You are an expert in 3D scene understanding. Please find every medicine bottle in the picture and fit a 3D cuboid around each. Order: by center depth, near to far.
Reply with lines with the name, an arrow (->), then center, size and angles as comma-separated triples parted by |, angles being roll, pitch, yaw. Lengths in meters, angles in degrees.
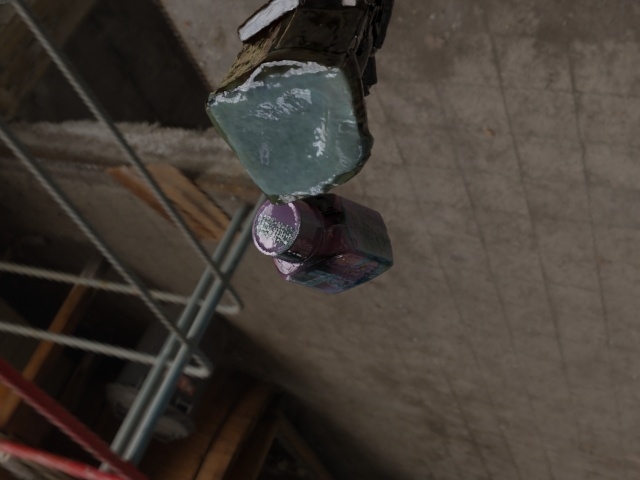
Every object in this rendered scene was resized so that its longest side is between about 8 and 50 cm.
medicine bottle -> 0.000, 0.000, 1.224 | 0.119, 0.094, 0.188 | -27, 153, 29

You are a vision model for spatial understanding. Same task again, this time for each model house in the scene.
model house -> 0.005, -0.125, 0.631 | 0.106, 0.152, 0.165 | 37, 148, -28

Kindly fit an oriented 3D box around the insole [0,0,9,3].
insole -> -0.514, -0.421, 1.322 | 0.065, 0.004, 0.197 | -33, 116, 11
